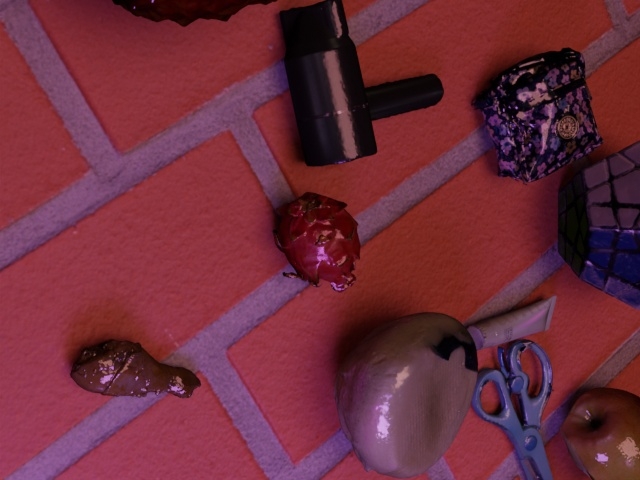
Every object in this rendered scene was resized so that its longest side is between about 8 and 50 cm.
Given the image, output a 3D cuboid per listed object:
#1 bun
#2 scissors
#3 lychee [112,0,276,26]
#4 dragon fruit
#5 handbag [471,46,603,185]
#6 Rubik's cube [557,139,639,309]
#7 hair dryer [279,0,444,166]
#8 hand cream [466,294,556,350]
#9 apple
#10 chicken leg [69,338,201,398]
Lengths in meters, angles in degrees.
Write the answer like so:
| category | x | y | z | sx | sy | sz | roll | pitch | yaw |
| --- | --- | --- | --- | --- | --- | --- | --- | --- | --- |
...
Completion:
| category | x | y | z | sx | sy | sz | roll | pitch | yaw |
| --- | --- | --- | --- | --- | --- | --- | --- | --- | --- |
| bun | 0.123 | 0.233 | 1.396 | 0.283 | 0.179 | 0.283 | -26 | 126 | -41 |
| scissors | 0.393 | 0.369 | 1.639 | 0.180 | 0.032 | 0.392 | -27 | 107 | -19 |
| lychee | -0.173 | -0.464 | 1.015 | 0.500 | 0.425 | 0.424 | -14 | 101 | -38 |
| dragon fruit | 0.000 | 0.000 | 1.330 | 0.136 | 0.133 | 0.166 | -26 | 111 | 18 |
| handbag | 0.395 | -0.227 | 1.538 | 0.229 | 0.127 | 0.207 | -24 | 107 | -18 |
| Rubik's cube | 0.587 | -0.032 | 1.585 | 0.319 | 0.319 | 0.264 | 55 | 42 | -22 |
| hair dryer | 0.078 | -0.265 | 1.375 | 0.302 | 0.116 | 0.244 | -19 | 104 | -39 |
| hand cream | 0.355 | 0.155 | 1.592 | 0.205 | 0.050 | 0.078 | -13 | 120 | -31 |
| apple | 0.569 | 0.386 | 1.664 | 0.188 | 0.174 | 0.207 | 44 | 57 | -45 |
| chicken leg | -0.252 | 0.189 | 1.230 | 0.198 | 0.069 | 0.085 | 21 | 85 | -37 |
